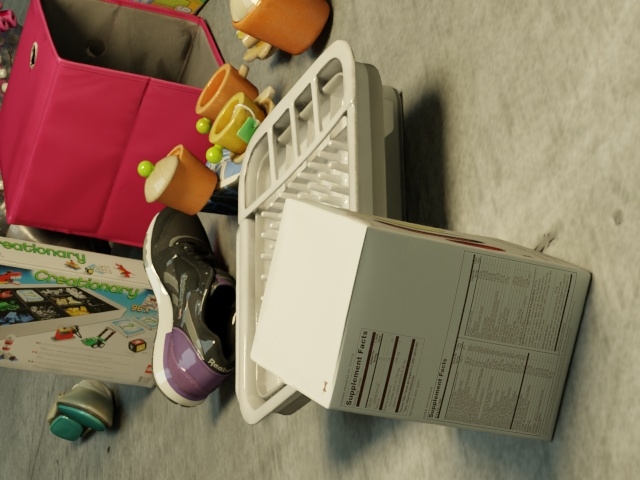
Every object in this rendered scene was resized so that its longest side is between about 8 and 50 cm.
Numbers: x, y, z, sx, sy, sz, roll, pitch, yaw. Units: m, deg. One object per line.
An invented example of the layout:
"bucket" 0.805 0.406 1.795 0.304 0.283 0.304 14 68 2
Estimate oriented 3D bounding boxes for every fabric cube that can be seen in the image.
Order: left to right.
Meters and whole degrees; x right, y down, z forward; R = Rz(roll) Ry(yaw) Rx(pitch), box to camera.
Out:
"fabric cube" -0.295 -0.172 2.375 0.254 0.259 0.258 -114 40 -53

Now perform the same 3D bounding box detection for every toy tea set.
"toy tea set" -0.119 -0.193 2.028 0.200 0.124 0.336 -13 49 63

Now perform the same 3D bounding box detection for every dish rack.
"dish rack" 0.000 0.000 1.701 0.285 0.072 0.333 137 139 -54

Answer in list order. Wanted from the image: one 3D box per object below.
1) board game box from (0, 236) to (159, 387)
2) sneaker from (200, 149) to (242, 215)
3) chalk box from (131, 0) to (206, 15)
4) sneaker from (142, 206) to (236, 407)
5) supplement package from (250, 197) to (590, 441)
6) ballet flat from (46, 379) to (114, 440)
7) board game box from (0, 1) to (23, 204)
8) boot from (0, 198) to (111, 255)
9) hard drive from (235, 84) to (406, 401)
"board game box" -0.337 0.098 2.285 0.053 0.305 0.193 -105 34 -46
"sneaker" -0.104 -0.084 2.107 0.211 0.080 0.081 164 112 -64
"chalk box" -0.273 -0.411 2.495 0.132 0.213 0.132 142 134 -59
"sneaker" -0.141 0.061 2.140 0.124 0.107 0.283 -39 47 37
"supplement package" 0.078 0.063 1.429 0.194 0.203 0.149 -158 80 -67
"ballet flat" -0.357 0.246 2.580 0.248 0.086 0.086 154 124 -64
"board game box" -0.435 -0.128 2.629 0.050 0.390 0.390 -4 72 25
"boot" -0.324 0.030 2.493 0.222 0.338 0.118 41 109 15
"hard drive" -0.007 0.014 1.868 0.353 0.047 0.233 134 141 -54
